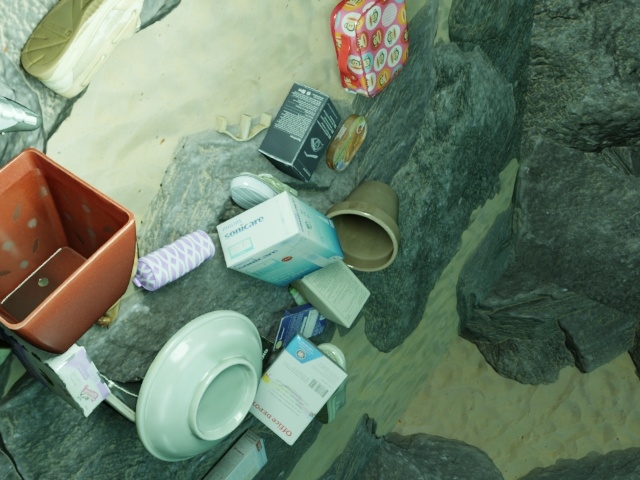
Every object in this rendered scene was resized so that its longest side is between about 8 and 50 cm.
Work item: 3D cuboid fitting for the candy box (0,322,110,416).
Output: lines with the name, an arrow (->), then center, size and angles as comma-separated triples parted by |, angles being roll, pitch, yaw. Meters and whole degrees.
candy box -> -0.524, 0.236, 1.396 | 0.070, 0.196, 0.165 | -46, 146, -31

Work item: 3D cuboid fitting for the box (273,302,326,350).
box -> -0.067, 0.272, 2.316 | 0.225, 0.036, 0.136 | -14, 129, -45

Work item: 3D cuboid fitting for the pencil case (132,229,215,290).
pencil case -> -0.344, 0.048, 1.671 | 0.206, 0.086, 0.088 | -30, 170, -43

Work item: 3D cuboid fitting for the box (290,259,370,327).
box -> 0.015, 0.129, 2.210 | 0.148, 0.121, 0.311 | -56, 136, -17

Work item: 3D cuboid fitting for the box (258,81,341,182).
box -> -0.050, -0.279, 1.855 | 0.207, 0.108, 0.153 | -62, 161, -6

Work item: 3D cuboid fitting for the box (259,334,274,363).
box -> -0.289, 0.389, 2.031 | 0.322, 0.079, 0.257 | -60, 149, -9

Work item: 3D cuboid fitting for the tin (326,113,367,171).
tin -> 0.079, -0.298, 2.153 | 0.190, 0.040, 0.106 | -58, 154, -14

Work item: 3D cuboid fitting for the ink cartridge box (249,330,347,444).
ink cartridge box -> -0.081, 0.448, 2.187 | 0.270, 0.198, 0.197 | -50, 179, -4

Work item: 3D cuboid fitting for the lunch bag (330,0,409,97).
lunch bag -> 0.132, -0.546, 1.959 | 0.258, 0.120, 0.293 | -50, 149, -24

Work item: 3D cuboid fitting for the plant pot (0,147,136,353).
plant pot -> -0.492, 0.046, 1.268 | 0.267, 0.267, 0.236 | -49, 160, -26

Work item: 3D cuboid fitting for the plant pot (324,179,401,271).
plant pot -> 0.149, -0.070, 2.267 | 0.263, 0.263, 0.229 | 82, 25, -45

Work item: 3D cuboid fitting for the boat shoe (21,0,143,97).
boat shoe -> -0.377, -0.405, 1.240 | 0.341, 0.121, 0.110 | -52, 155, -3

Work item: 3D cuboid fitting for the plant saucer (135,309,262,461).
plant saucer -> -0.260, 0.371, 1.734 | 0.400, 0.100, 0.400 | -31, 132, -42

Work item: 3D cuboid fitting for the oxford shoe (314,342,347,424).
oxford shoe -> 0.032, 0.499, 2.560 | 0.130, 0.169, 0.449 | -40, 150, -33

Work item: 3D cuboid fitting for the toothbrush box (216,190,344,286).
toothbrush box -> -0.100, 0.005, 1.889 | 0.216, 0.126, 0.295 | -25, 156, 17

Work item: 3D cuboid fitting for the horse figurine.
horse figurine -> -0.461, 0.076, 1.517 | 0.174, 0.066, 0.263 | 16, 100, -55

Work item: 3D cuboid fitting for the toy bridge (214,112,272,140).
toy bridge -> -0.187, -0.276, 1.737 | 0.188, 0.026, 0.063 | -18, 129, -53

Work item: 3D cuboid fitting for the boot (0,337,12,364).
boot -> -0.678, 0.249, 1.279 | 0.165, 0.077, 0.213 | -63, 154, 1

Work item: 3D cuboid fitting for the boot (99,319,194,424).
boot -> -0.374, 0.324, 1.753 | 0.284, 0.138, 0.377 | -58, 139, -13

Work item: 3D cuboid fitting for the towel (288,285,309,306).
towel -> -0.051, 0.157, 2.308 | 0.113, 0.023, 0.152 | -56, 148, -20

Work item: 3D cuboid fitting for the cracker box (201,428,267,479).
cracker box -> -0.280, 0.759, 2.341 | 0.232, 0.067, 0.156 | -43, 145, -33

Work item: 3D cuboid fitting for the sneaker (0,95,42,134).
sneaker -> -0.572, -0.177, 1.133 | 0.228, 0.086, 0.132 | 11, 107, -50

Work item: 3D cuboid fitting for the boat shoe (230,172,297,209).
boat shoe -> -0.146, -0.125, 1.869 | 0.302, 0.109, 0.094 | 35, 54, -63
